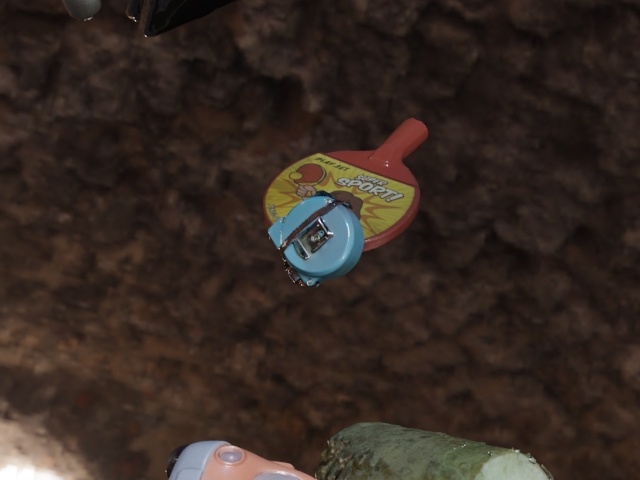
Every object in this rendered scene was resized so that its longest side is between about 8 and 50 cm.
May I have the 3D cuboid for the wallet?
[{"bbox_3d":[-0.087,-0.393,1.836,0.378,0.051,0.197,-28,-16,-29],"label":"wallet"}]

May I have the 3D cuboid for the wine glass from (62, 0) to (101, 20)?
[{"bbox_3d":[-0.344,-0.391,1.846,0.066,0.066,0.198,7,-36,14],"label":"wine glass"}]

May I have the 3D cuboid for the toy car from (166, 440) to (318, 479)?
[{"bbox_3d":[-0.057,0.330,1.352,0.213,0.180,0.270,2,-44,13],"label":"toy car"}]

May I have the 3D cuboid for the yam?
[{"bbox_3d":[0.137,0.333,1.712,0.300,0.195,0.195,3,-20,46],"label":"yam"}]

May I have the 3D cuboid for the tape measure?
[{"bbox_3d":[0.000,0.000,2.099,0.146,0.125,0.081,-40,-22,12],"label":"tape measure"}]

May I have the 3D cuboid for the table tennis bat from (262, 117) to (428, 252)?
[{"bbox_3d":[0.067,-0.098,2.415,0.268,0.415,0.051,22,-46,27],"label":"table tennis bat"}]
